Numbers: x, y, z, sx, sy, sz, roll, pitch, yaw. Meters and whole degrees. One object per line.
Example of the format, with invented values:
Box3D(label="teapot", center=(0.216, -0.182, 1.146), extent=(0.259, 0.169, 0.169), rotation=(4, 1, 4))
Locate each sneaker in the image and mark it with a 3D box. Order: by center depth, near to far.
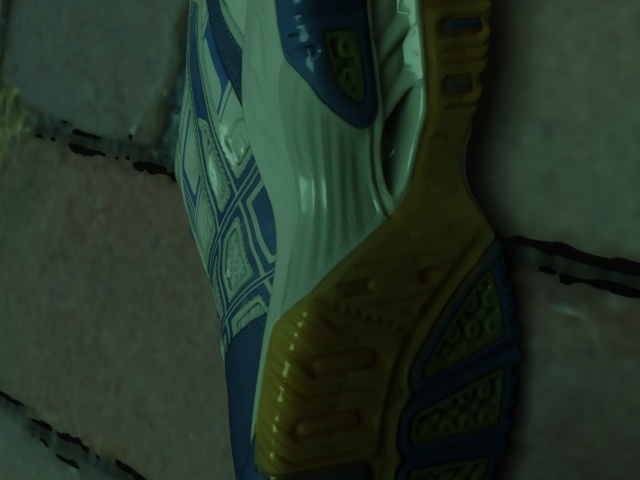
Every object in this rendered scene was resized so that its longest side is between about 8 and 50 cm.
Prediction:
Box3D(label="sneaker", center=(0.000, 0.000, 0.388), extent=(0.131, 0.111, 0.297), rotation=(4, 93, 57))
